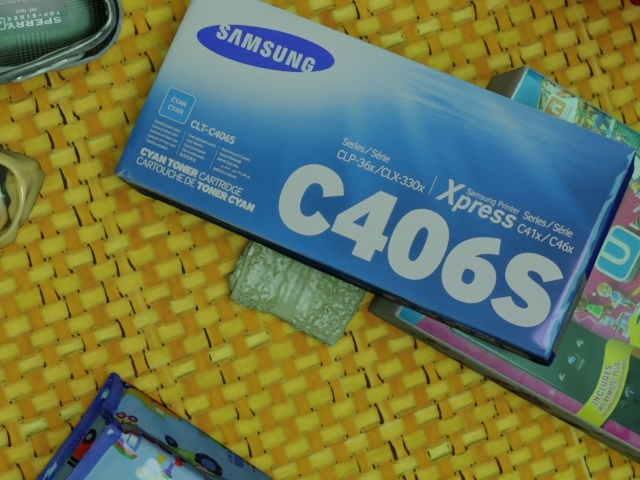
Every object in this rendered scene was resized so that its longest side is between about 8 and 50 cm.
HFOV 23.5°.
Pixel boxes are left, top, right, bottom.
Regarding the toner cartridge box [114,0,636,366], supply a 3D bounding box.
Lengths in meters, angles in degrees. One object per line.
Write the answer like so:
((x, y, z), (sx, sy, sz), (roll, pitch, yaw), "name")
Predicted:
((0.040, -0.051, 1.136), (0.347, 0.075, 0.165), (22, 84, 12), "toner cartridge box")

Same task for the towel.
((0.000, 0.000, 1.221), (0.110, 0.027, 0.148), (26, 85, -13), "towel")

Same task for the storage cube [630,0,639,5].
((0.337, -0.305, 1.202), (0.183, 0.193, 0.215), (-15, 96, -11), "storage cube")

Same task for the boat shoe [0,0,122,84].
((-0.307, -0.154, 1.103), (0.335, 0.119, 0.121), (-14, 94, -12), "boat shoe")

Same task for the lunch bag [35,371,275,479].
((-0.153, 0.289, 1.161), (0.221, 0.138, 0.293), (36, 96, -12), "lunch bag")

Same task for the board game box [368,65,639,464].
((0.225, 0.033, 1.236), (0.303, 0.097, 0.224), (29, 86, -10), "board game box")

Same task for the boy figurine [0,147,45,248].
((-0.332, 0.012, 1.118), (0.285, 0.092, 0.177), (-18, 93, -8), "boy figurine")
